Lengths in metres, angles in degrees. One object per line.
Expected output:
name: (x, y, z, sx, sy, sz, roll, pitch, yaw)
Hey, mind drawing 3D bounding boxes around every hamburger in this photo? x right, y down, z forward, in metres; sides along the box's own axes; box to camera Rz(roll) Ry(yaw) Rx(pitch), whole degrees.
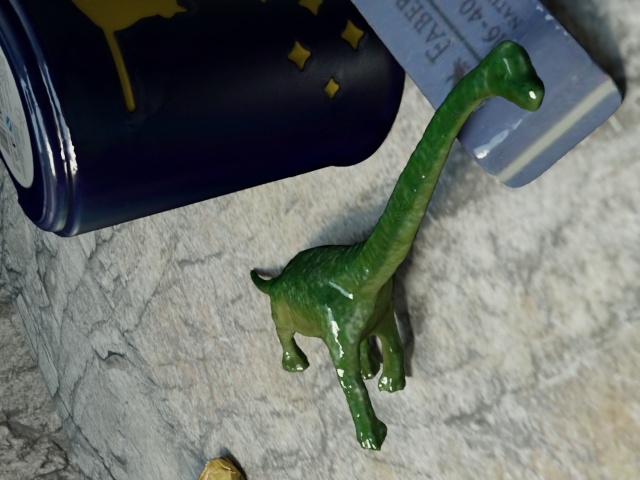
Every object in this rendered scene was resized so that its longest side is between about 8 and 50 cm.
hamburger: (-0.146, 0.365, 0.955, 0.083, 0.044, 0.076, 38, 99, 36)

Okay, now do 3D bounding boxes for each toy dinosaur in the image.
toy dinosaur: (0.000, 0.000, 0.507, 0.447, 0.087, 0.301, 24, 134, 54)

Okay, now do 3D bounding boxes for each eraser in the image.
eraser: (0.075, -0.140, 0.383, 0.082, 0.036, 0.225, -42, 69, 28)

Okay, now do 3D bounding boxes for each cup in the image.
cup: (-0.117, -0.135, 0.483, 0.255, 0.256, 0.179, 42, 137, 37)
